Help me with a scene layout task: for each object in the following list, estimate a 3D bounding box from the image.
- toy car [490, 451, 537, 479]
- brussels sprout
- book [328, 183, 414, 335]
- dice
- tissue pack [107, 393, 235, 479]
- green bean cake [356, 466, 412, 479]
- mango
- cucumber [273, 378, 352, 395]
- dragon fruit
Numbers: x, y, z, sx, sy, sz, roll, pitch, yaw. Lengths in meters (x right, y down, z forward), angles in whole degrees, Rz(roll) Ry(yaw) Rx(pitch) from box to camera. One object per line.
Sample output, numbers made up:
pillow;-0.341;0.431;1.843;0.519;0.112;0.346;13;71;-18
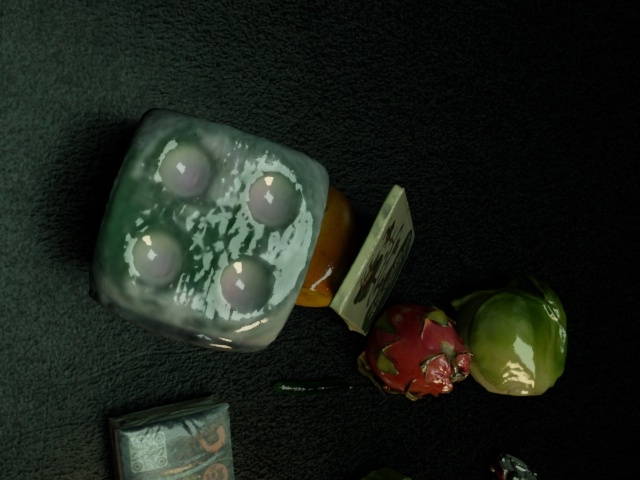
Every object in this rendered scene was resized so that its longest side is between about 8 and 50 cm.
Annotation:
toy car;0.468;0.603;1.985;0.112;0.139;0.112;28;104;-5
brussels sprout;0.439;0.219;1.866;0.260;0.227;0.294;7;68;-22
book;0.114;0.054;1.617;0.043;0.371;0.260;27;83;14
dice;-0.191;-0.016;1.381;0.328;0.330;0.348;19;89;-9
tissue pack;-0.281;0.479;1.570;0.228;0.103;0.315;-8;100;-26
green bean cake;0.129;0.636;1.806;0.200;0.113;0.214;-25;107;-23
mango;0.000;0.000;1.606;0.138;0.187;0.256;25;68;-27
cucumber;-0.018;0.315;1.732;0.184;0.033;0.036;4;120;-29
dragon fruit;0.205;0.241;1.741;0.224;0.227;0.224;-4;102;-20
